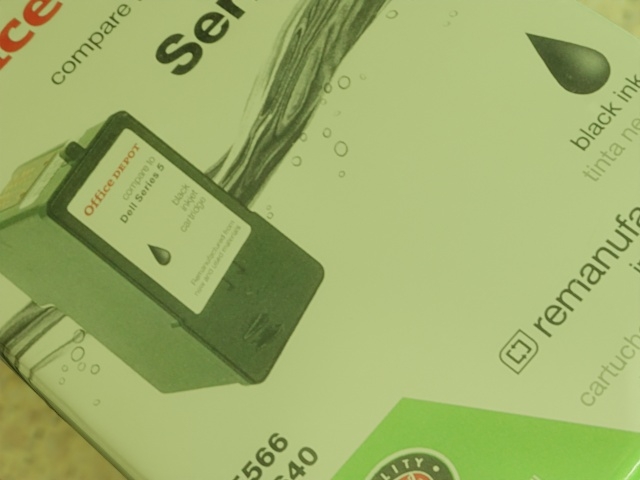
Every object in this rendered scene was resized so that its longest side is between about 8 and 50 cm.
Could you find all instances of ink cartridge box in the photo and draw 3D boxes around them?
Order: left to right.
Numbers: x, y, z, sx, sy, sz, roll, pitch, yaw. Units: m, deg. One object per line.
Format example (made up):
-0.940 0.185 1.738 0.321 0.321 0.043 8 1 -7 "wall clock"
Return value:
0.000 0.000 0.500 0.273 0.115 0.198 38 80 24 "ink cartridge box"
